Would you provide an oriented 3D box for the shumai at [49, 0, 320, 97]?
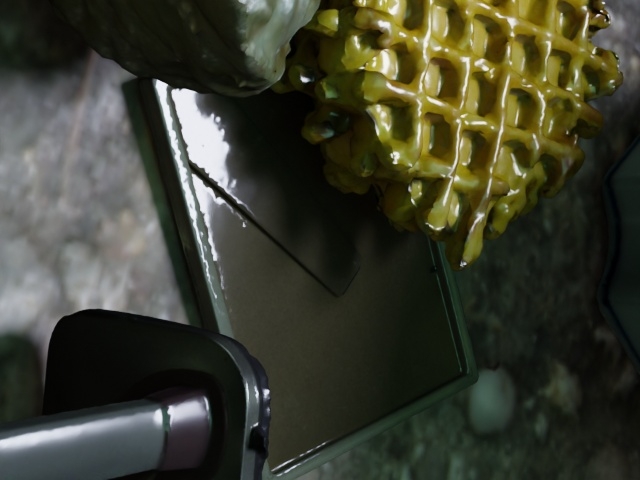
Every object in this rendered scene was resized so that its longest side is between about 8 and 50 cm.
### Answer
[{"bbox_3d":[-0.039,-0.199,0.685,0.218,0.189,0.256,-39,114,-32],"label":"shumai"}]

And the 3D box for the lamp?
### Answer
[{"bbox_3d":[-0.160,0.132,0.635,0.283,0.124,0.203,-2,101,-37],"label":"lamp"}]

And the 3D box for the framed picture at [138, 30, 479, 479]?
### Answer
[{"bbox_3d":[0.000,0.000,0.830,0.150,0.015,0.203,-24,106,-37],"label":"framed picture"}]

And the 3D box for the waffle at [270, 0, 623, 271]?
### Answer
[{"bbox_3d":[0.063,-0.099,0.828,0.197,0.070,0.193,-52,120,-29],"label":"waffle"}]

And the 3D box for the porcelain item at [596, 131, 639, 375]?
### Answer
[{"bbox_3d":[0.313,0.009,1.000,0.281,0.157,0.286,-46,117,-28],"label":"porcelain item"}]
